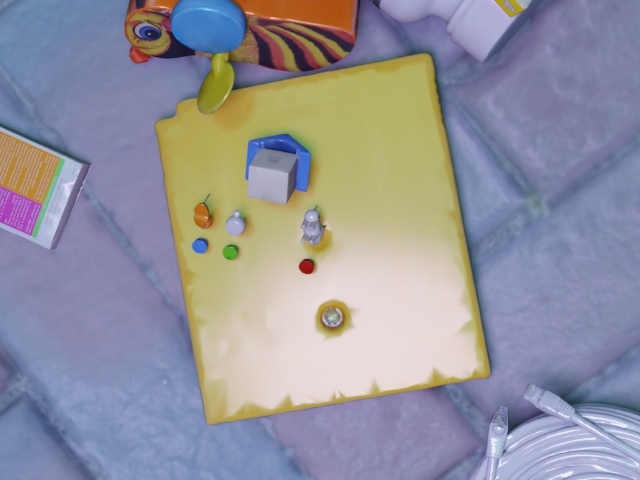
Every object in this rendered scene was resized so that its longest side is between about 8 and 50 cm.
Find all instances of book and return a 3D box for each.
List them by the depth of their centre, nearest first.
[{"bbox_3d":[-0.318,-0.062,1.305,0.144,0.035,0.096,24,95,5],"label":"book"}]

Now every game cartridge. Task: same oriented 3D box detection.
[{"bbox_3d":[0.000,0.000,1.269,0.285,0.053,0.323,-10,86,5],"label":"game cartridge"}]

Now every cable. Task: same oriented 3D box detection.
[{"bbox_3d":[0.255,0.281,1.208,0.257,0.089,0.257,21,98,12],"label":"cable"}]

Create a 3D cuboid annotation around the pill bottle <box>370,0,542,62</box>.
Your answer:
[{"bbox_3d":[0.073,-0.316,1.199,0.318,0.176,0.176,42,93,5],"label":"pill bottle"}]

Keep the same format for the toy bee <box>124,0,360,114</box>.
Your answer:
[{"bbox_3d":[-0.120,-0.227,1.246,0.298,0.162,0.195,33,60,-4],"label":"toy bee"}]

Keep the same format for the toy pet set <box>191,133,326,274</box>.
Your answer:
[{"bbox_3d":[-0.053,-0.040,1.233,0.122,0.065,0.114,12,123,9],"label":"toy pet set"}]

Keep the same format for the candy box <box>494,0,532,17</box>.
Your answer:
[{"bbox_3d":[0.182,-0.294,1.116,0.105,0.027,0.206,45,59,-14],"label":"candy box"}]
